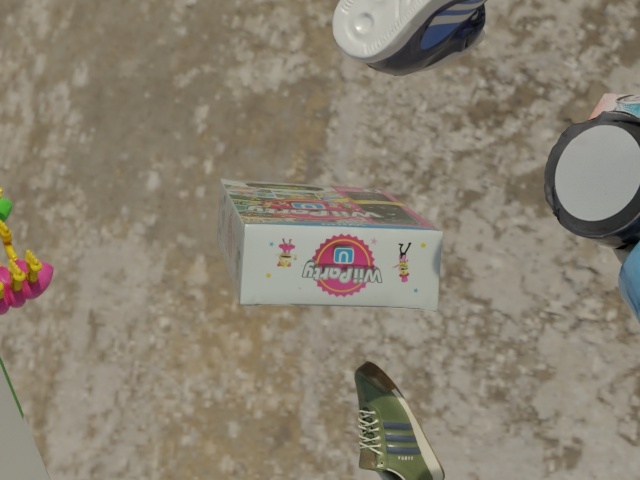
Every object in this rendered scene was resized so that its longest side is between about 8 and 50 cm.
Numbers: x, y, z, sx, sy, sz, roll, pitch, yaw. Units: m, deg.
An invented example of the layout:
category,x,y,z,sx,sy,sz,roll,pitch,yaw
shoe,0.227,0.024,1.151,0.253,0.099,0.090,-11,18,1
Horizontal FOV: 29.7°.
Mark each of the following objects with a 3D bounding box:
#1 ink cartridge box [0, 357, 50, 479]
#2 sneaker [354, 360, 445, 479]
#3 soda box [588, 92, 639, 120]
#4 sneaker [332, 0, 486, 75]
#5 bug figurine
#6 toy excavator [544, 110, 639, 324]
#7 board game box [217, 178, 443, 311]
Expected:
category,x,y,z,sx,sy,sz,roll,pitch,yaw
ink cartridge box,-0.241,0.114,0.541,0.208,0.087,0.153,-14,107,10
sneaker,0.080,0.252,1.509,0.064,0.086,0.192,2,125,60
soda box,0.332,-0.096,1.410,0.063,0.058,0.183,9,46,32
sneaker,0.174,-0.326,1.476,0.323,0.236,0.130,-40,77,22
bug figurine,-0.343,0.035,1.016,0.279,0.216,0.072,43,152,47
toy excavator,0.454,0.004,0.886,0.433,0.222,0.445,-43,54,24
board game box,0.000,0.000,1.441,0.303,0.224,0.097,-127,41,-74
